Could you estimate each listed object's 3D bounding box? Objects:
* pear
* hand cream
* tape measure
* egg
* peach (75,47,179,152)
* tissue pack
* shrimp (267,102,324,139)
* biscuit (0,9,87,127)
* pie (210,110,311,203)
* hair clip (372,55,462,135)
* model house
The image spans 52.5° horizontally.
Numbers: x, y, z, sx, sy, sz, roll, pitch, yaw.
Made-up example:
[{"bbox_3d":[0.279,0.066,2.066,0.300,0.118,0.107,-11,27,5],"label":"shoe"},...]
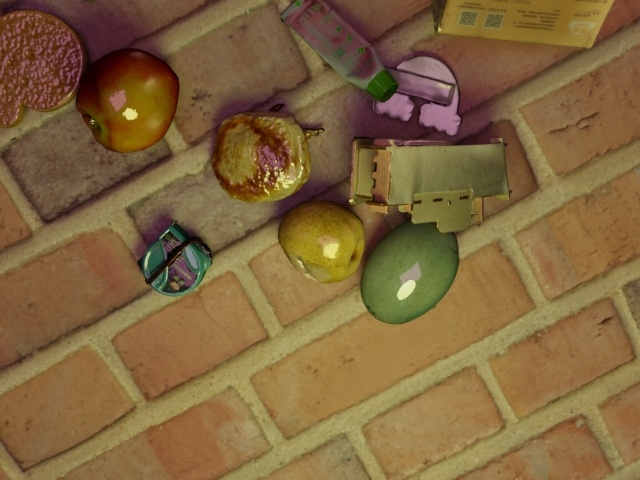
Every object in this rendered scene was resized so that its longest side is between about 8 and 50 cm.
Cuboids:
[{"bbox_3d":[0.000,0.000,1.290,0.178,0.178,0.178,0,99,-2],"label":"pear"},{"bbox_3d":[0.038,-0.374,1.255,0.079,0.050,0.275,-38,76,-20],"label":"hand cream"},{"bbox_3d":[-0.295,0.048,1.326,0.125,0.081,0.146,44,96,-5],"label":"tape measure"},{"bbox_3d":[0.179,0.060,1.298,0.169,0.169,0.236,38,97,-7],"label":"egg"},{"bbox_3d":[-0.358,-0.272,1.227,0.197,0.197,0.197,0,99,-2],"label":"peach"},{"bbox_3d":[0.379,-0.516,1.213,0.305,0.238,0.238,5,99,-3],"label":"tissue pack"},{"bbox_3d":[-0.055,-0.234,1.315,0.127,0.025,0.091,-3,98,1],"label":"shrimp"},{"bbox_3d":[-0.596,-0.328,1.272,0.288,0.044,0.202,-32,98,5],"label":"biscuit"},{"bbox_3d":[-0.119,-0.165,1.285,0.205,0.084,0.179,5,107,10],"label":"pie"},{"bbox_3d":[0.192,-0.304,1.301,0.220,0.054,0.140,14,94,-7],"label":"hair clip"},{"bbox_3d":[0.170,-0.117,1.242,0.326,0.244,0.169,-8,105,-34],"label":"model house"}]
